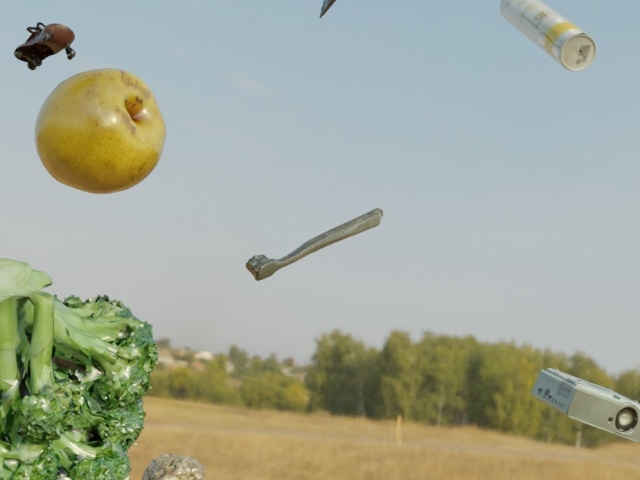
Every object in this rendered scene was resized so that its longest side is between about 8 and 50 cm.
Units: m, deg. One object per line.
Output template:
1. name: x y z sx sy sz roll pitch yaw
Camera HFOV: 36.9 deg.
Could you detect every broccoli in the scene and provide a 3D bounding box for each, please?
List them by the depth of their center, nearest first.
1. broccoli: -0.294 0.132 0.889 0.308 0.275 0.307 11 34 -8

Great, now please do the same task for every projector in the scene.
1. projector: 0.426 0.256 1.513 0.147 0.061 0.115 21 2 -19

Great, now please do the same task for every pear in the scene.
1. pear: -0.359 -0.170 1.540 0.209 0.208 0.209 8 -8 1

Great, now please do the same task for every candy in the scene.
1. candy: -0.192 0.327 1.254 0.085 0.095 0.110 9 2 -15

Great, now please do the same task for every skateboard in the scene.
1. skateboard: -0.509 -0.367 1.759 0.151 0.080 0.067 -7 -28 39

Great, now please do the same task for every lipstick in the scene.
1. lipstick: 0.342 -0.326 1.463 0.059 0.059 0.264 10 26 -15

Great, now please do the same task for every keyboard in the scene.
1. keyboard: 0.033 -0.496 1.747 0.011 0.202 0.067 23 -31 -17

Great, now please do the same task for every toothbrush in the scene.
1. toothbrush: 0.000 0.000 1.399 0.030 0.030 0.297 40 38 23
